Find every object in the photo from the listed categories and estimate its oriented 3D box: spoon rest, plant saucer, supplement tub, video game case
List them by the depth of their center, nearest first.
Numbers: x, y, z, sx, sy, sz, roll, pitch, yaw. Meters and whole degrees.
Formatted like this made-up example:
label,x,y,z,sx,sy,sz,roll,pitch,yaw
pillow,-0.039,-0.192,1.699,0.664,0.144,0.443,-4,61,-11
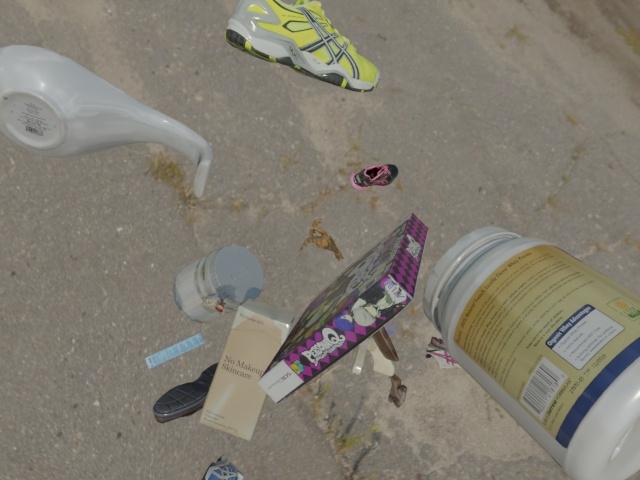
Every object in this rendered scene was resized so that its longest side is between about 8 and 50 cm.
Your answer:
label,x,y,z,sx,sy,sz,roll,pitch,yaw
spoon rest,-0.260,-0.136,0.578,0.276,0.137,0.084,20,37,-9
video game case,0.039,0.073,0.603,0.042,0.210,0.232,46,25,-2
supplement tub,0.313,0.135,0.662,0.228,0.228,0.316,-11,34,-25
plant saucer,0.150,0.237,1.236,0.029,0.168,0.168,-28,67,5

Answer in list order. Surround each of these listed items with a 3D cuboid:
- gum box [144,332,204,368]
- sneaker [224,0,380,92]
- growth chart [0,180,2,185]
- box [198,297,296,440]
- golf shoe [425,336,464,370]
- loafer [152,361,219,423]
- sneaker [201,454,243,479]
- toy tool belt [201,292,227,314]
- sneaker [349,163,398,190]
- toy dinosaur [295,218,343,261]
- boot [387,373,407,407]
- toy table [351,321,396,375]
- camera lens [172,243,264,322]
label,x,y,z,sx,sy,sz,roll,pitch,yaw
gum box,-0.482,0.365,1.603,0.184,0.157,0.041,-22,86,-20
sneaker,-0.006,-0.425,1.032,0.384,0.147,0.145,8,18,-39
growth chart,-0.823,-0.201,1.043,0.237,0.172,0.021,31,76,8
box,-0.181,0.318,1.220,0.147,0.121,0.311,18,95,2
golf shoe,0.432,0.395,1.593,0.067,0.086,0.186,19,7,-43
loafer,-0.378,0.484,1.485,0.109,0.095,0.302,16,23,29
sneaker,-0.252,0.607,1.212,0.081,0.211,0.080,30,91,10
toy tool belt,-0.262,0.153,1.216,0.052,0.083,0.051,48,57,-31
sneaker,0.118,-0.134,0.967,0.119,0.057,0.047,-20,78,-33
toy dinosaur,0.000,0.000,1.273,0.211,0.064,0.112,19,35,-51
boot,0.270,0.548,1.763,0.042,0.087,0.118,16,15,-30
toy table,0.137,0.326,1.569,0.252,0.274,0.161,18,91,16
camera lens,-0.354,0.152,1.650,0.219,0.274,0.220,25,53,-38
